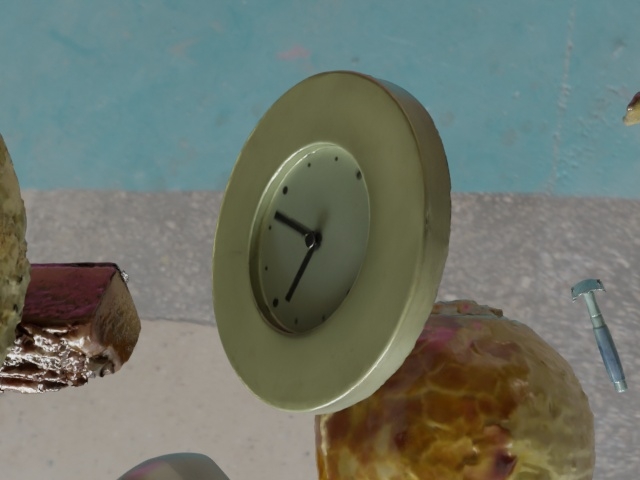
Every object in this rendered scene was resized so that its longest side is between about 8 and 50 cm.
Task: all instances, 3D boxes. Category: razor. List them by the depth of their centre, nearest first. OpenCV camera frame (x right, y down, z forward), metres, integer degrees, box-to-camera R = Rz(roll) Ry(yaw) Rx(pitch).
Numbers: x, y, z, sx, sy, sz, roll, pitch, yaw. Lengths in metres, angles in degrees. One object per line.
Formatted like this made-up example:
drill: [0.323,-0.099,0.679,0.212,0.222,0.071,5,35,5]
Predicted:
razor: [0.336,0.115,1.245,0.040,0.068,0.135,-20,94,14]

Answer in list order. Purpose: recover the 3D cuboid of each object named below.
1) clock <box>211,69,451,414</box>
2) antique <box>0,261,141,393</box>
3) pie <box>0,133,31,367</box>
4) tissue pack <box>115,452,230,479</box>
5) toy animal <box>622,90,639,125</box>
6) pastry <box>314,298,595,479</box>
clock: [0.000,0.000,0.717,0.235,0.029,0.235,-19,65,49]
antique: [-0.323,0.080,0.958,0.310,0.087,0.093,-1,40,13]
pie: [-0.361,0.007,0.771,0.077,0.339,0.339,6,82,43]
tissue pack: [-0.283,0.504,1.660,0.229,0.236,0.333,48,115,21]
toy animal: [0.412,-0.103,0.974,0.226,0.358,0.188,-39,91,29]
pastry: [0.160,0.266,1.398,0.388,0.313,0.388,-17,68,48]
